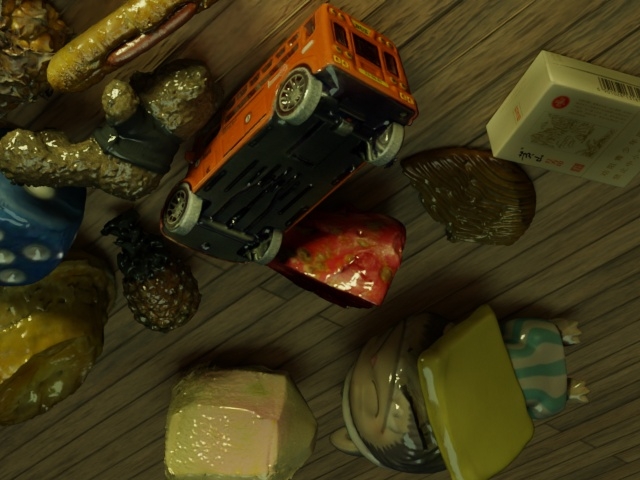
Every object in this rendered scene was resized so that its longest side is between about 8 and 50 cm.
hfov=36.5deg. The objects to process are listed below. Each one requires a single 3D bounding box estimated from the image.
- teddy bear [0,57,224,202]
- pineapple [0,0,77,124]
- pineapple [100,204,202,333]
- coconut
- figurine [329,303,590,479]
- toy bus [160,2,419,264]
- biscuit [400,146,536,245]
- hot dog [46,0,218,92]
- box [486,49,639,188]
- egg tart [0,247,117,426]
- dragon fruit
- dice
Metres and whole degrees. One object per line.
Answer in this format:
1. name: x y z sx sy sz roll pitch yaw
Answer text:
1. teddy bear: -0.221 -0.111 1.094 0.251 0.182 0.129 -28 96 2
2. pineapple: -0.366 -0.200 1.022 0.224 0.076 0.225 -2 143 -1
3. pineapple: -0.236 0.034 1.334 0.108 0.108 0.198 -13 129 10
4. coconut: -0.126 0.312 1.598 0.245 0.233 0.233 0 143 1
5. figurine: 0.174 0.226 1.594 0.361 0.266 0.377 -9 -175 -38
6. toy bus: -0.050 -0.108 1.116 0.143 0.153 0.329 22 134 -33
7. biscuit: 0.197 -0.054 1.313 0.228 0.031 0.176 12 138 -22
8. hot dog: -0.189 -0.215 0.995 0.215 0.047 0.066 -32 161 6
9. box: 0.325 -0.144 1.189 0.201 0.058 0.141 9 140 -19
10. egg tart: -0.408 0.149 1.338 0.341 0.129 0.341 -35 157 -18
11. dragon fruit: 0.000 0.000 1.277 0.211 0.134 0.262 21 174 -10
12. dice: -0.376 -0.039 1.171 0.143 0.146 0.146 27 133 -32
